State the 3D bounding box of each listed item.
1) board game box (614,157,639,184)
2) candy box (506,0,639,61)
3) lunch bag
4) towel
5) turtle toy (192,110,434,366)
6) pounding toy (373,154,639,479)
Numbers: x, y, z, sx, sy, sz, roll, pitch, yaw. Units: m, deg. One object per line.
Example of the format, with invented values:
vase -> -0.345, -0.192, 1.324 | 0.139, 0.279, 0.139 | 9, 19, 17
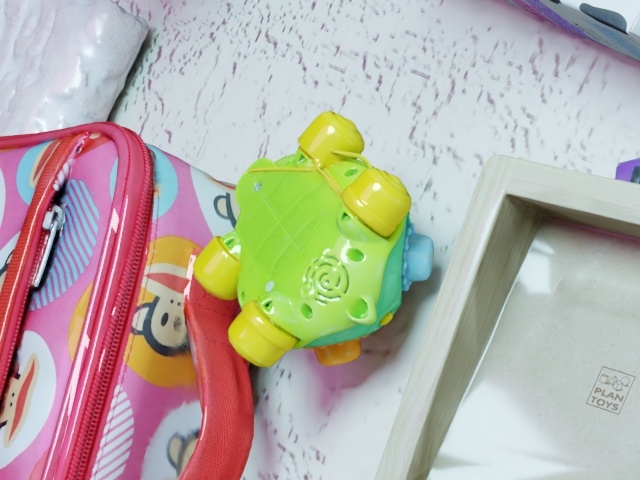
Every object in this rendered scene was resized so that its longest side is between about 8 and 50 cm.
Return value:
board game box -> 0.152, 0.122, 0.511 | 0.208, 0.056, 0.346 | -18, 55, 51
candy box -> 0.124, -0.160, 0.702 | 0.164, 0.070, 0.196 | -59, 35, 5
lunch bag -> -0.130, 0.096, 0.838 | 0.258, 0.120, 0.293 | -3, 68, 47
towel -> -0.252, -0.010, 1.111 | 0.317, 0.053, 0.331 | 24, 89, 55
turtle toy -> 0.000, 0.000, 0.763 | 0.095, 0.066, 0.130 | -49, 36, 11
pounding toy -> 0.087, 0.063, 0.528 | 0.130, 0.100, 0.141 | 16, 84, 40
